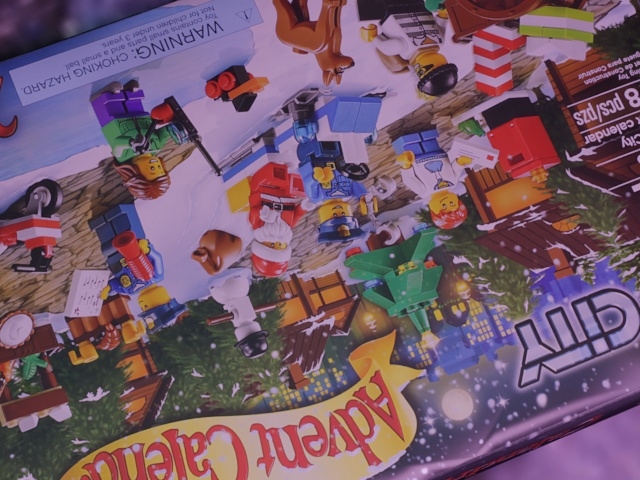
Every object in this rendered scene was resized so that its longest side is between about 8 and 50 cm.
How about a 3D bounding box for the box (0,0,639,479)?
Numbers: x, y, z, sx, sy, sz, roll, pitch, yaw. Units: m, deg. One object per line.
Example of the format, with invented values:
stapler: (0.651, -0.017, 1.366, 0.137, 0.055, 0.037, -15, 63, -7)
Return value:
box: (0.000, 0.000, 0.484, 0.233, 0.044, 0.159, -21, 75, -11)
